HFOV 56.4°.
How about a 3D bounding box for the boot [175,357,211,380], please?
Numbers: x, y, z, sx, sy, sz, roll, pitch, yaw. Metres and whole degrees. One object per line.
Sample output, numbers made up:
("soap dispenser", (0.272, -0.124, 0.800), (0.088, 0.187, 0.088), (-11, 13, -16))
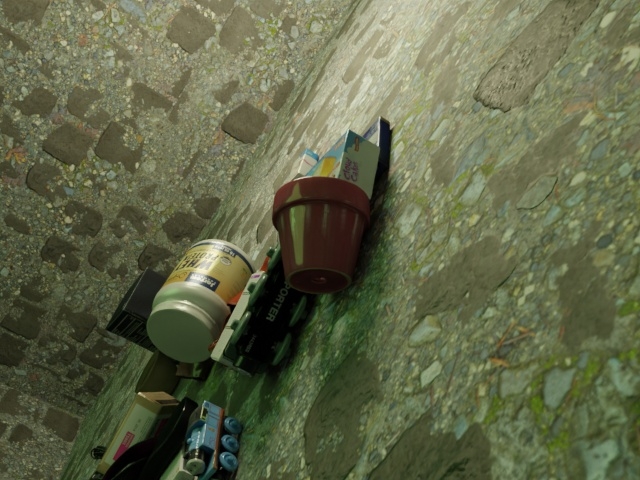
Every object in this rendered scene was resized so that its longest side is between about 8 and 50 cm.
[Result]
("boot", (-0.408, 0.315, 1.830), (0.249, 0.090, 0.206), (1, 61, 37))

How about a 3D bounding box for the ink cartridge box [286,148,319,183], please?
("ink cartridge box", (-0.059, -0.224, 1.934), (0.088, 0.052, 0.122), (-41, 26, 45))

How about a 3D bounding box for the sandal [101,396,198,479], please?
("sandal", (-0.467, 0.571, 1.509), (0.445, 0.107, 0.167), (-56, 13, 5))

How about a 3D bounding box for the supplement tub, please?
("supplement tub", (-0.332, 0.166, 1.686), (0.228, 0.228, 0.316), (-48, 12, 34))

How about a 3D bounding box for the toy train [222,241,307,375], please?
("toy train", (-0.104, 0.141, 1.319), (0.333, 0.142, 0.190), (-65, 8, -18))

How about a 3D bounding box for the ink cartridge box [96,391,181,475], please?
("ink cartridge box", (-0.508, 0.556, 1.706), (0.234, 0.088, 0.193), (-62, -11, -8))

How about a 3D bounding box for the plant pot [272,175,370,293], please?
("plant pot", (0.000, 0.000, 1.180), (0.201, 0.201, 0.180), (-38, 43, 50))

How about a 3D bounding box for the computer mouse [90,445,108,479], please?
("computer mouse", (-0.654, 0.786, 1.886), (0.184, 0.060, 0.261), (-9, 71, 26))

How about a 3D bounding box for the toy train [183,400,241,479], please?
("toy train", (-0.225, 0.420, 1.224), (0.080, 0.105, 0.184), (-53, 18, 21))

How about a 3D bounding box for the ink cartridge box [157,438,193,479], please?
("ink cartridge box", (-0.375, 0.594, 1.458), (0.206, 0.045, 0.208), (-57, 15, 4))

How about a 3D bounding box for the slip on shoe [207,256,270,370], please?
("slip on shoe", (-0.188, 0.170, 1.553), (0.331, 0.101, 0.123), (-65, 16, -22))

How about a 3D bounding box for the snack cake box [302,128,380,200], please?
("snack cake box", (0.018, -0.107, 1.342), (0.264, 0.089, 0.152), (-40, 28, 49))

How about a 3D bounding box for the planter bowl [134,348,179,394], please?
("planter bowl", (-0.554, 0.473, 2.067), (0.162, 0.109, 0.162), (-51, 19, 26))

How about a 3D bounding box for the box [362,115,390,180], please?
("box", (0.109, -0.180, 1.405), (0.136, 0.037, 0.225), (-46, 22, 38))

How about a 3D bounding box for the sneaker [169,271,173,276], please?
("sneaker", (-0.436, 0.161, 2.125), (0.087, 0.228, 0.130), (53, 128, 33))

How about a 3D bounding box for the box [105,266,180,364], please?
("box", (-0.547, 0.269, 2.076), (0.296, 0.294, 0.182), (-34, 30, 53))

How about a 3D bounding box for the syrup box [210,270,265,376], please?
("syrup box", (-0.164, 0.198, 1.443), (0.236, 0.093, 0.096), (-64, 17, -15))

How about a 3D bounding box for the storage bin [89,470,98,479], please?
("storage bin", (-0.746, 0.852, 2.019), (0.180, 0.084, 0.122), (-53, 18, 23))
